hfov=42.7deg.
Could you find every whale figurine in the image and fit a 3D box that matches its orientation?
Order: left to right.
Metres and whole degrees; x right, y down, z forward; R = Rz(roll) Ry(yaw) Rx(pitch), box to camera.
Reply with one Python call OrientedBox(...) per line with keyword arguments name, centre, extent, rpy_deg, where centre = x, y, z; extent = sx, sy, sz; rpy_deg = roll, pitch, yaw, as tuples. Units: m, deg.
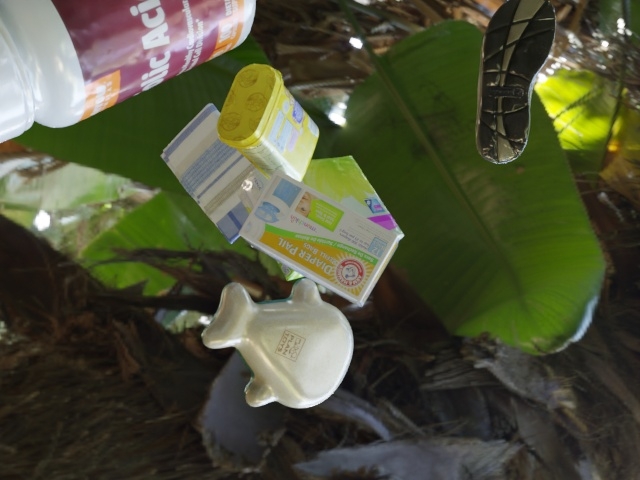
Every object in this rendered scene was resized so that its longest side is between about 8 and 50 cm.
OrientedBox(name="whale figurine", centre=(-0.077, 0.153, 1.292), extent=(0.141, 0.272, 0.216), rpy_deg=(16, -100, 52))

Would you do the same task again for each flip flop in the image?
OrientedBox(name="flip flop", centre=(0.312, -0.266, 1.351), extent=(0.112, 0.080, 0.276), rpy_deg=(6, -74, 3))

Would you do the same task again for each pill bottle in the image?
OrientedBox(name="pill bottle", centre=(-0.293, -0.278, 1.022), extent=(0.224, 0.392, 0.224), rpy_deg=(34, -38, 31))

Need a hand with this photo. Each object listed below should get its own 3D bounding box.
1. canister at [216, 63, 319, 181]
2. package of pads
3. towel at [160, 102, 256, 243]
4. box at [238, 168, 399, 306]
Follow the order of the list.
OrientedBox(name="canister", centre=(-0.073, -0.166, 1.233), extent=(0.073, 0.170, 0.126), rpy_deg=(12, -106, 28))
OrientedBox(name="package of pads", centre=(0.001, -0.058, 1.667), extent=(0.101, 0.297, 0.229), rpy_deg=(-48, -114, 39))
OrientedBox(name="towel", centre=(-0.234, -0.155, 1.920), extent=(0.209, 0.034, 0.285), rpy_deg=(-40, -93, 32))
OrientedBox(name="box", centre=(0.000, 0.000, 1.196), extent=(0.203, 0.103, 0.114), rpy_deg=(28, -96, 8))
